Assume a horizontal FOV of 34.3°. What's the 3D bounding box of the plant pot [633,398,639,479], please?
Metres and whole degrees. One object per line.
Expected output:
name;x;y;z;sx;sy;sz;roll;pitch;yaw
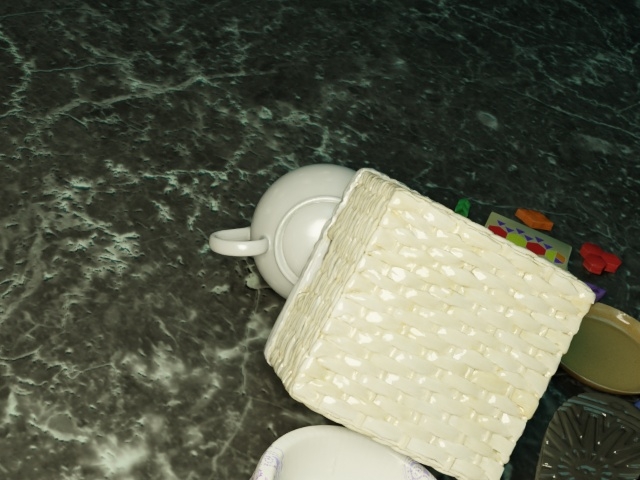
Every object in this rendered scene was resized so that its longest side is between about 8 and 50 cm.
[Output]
plant pot;0.629;0.291;1.622;0.236;0.212;0.236;-17;53;-37

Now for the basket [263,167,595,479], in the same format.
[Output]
basket;0.137;0.112;1.426;0.331;0.328;0.266;28;1;-9

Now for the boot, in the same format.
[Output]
boot;0.311;0.384;1.349;0.131;0.260;0.348;23;42;19

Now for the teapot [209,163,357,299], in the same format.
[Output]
teapot;0.000;0.000;1.623;0.252;0.256;0.187;46;7;-7

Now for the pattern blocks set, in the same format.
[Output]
pattern blocks set;0.385;0.021;1.940;0.324;0.026;0.285;29;35;15

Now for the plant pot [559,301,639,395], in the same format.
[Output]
plant pot;0.486;0.188;1.792;0.236;0.032;0.236;11;35;-8

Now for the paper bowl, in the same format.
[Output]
paper bowl;0.029;0.380;1.297;0.284;0.148;0.284;18;30;-11
